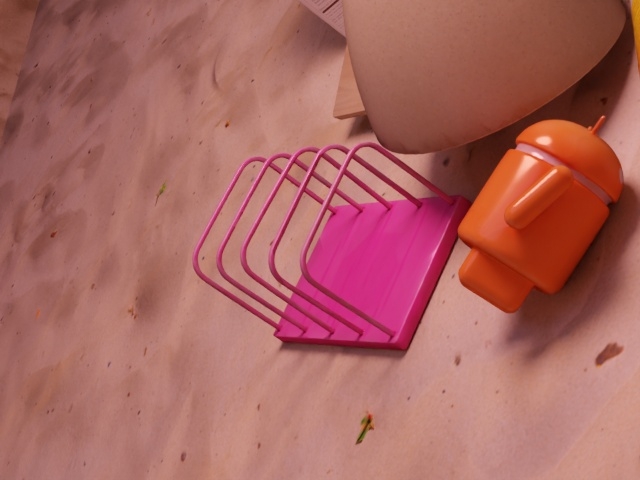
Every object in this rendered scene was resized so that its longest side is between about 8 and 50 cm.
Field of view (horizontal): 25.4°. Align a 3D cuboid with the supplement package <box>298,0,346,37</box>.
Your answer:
[{"bbox_3d":[0.010,-0.476,2.159,0.175,0.293,0.178,-37,31,34],"label":"supplement package"}]

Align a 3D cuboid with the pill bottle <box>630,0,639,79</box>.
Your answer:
[{"bbox_3d":[0.377,-0.188,1.381,0.136,0.136,0.246,-36,32,35],"label":"pill bottle"}]

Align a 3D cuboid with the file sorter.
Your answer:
[{"bbox_3d":[0.000,0.000,1.759,0.290,0.182,0.202,-3,57,59],"label":"file sorter"}]

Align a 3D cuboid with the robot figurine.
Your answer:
[{"bbox_3d":[0.229,-0.032,1.467,0.128,0.158,0.219,31,87,47],"label":"robot figurine"}]

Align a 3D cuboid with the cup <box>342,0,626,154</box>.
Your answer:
[{"bbox_3d":[0.154,-0.291,1.649,0.331,0.237,0.331,-27,24,13],"label":"cup"}]

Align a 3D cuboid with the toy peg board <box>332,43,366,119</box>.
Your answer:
[{"bbox_3d":[0.106,-0.248,2.006,0.161,0.079,0.161,-5,71,59],"label":"toy peg board"}]
